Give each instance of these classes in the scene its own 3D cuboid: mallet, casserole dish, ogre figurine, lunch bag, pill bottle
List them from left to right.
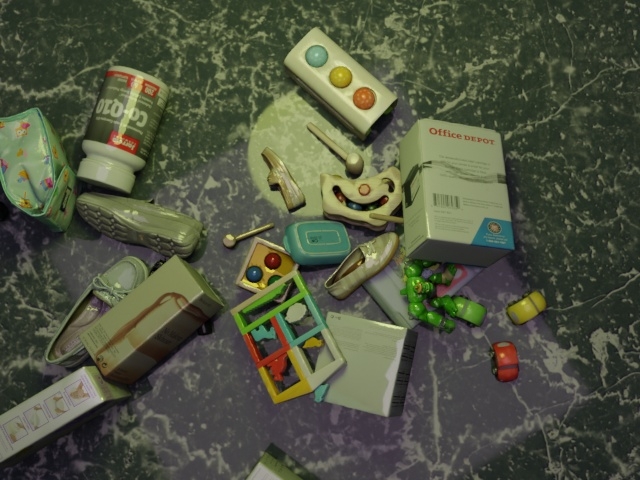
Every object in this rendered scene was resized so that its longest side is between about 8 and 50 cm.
[{"bbox_3d":[-0.674,-0.156,1.886,0.160,0.223,0.262,-19,83,-9],"label":"lunch bag"},{"bbox_3d":[-0.487,-0.267,1.929,0.161,0.161,0.283,16,83,3],"label":"pill bottle"},{"bbox_3d":[-0.361,0.209,1.930,0.189,0.039,0.062,-7,82,4],"label":"mallet"},{"bbox_3d":[0.000,0.000,1.901,0.188,0.037,0.114,-3,64,-29],"label":"casserole dish"},{"bbox_3d":[0.256,0.119,1.852,0.118,0.097,0.197,-1,98,-16],"label":"ogre figurine"}]

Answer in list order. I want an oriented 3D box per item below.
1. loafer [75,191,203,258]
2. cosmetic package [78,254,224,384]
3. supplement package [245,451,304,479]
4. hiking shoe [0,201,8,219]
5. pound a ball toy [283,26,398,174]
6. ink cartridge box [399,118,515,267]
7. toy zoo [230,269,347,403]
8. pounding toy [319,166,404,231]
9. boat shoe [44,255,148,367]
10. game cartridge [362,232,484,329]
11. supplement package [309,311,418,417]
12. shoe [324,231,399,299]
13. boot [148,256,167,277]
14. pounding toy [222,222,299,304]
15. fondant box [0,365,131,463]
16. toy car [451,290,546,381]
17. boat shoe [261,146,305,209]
[{"bbox_3d":[-0.445,-0.052,1.939,0.319,0.112,0.111,21,48,5],"label":"loafer"},{"bbox_3d":[-0.393,0.189,1.848,0.296,0.153,0.129,-41,67,-1],"label":"cosmetic package"},{"bbox_3d":[-0.065,0.649,1.792,0.293,0.177,0.175,36,84,5],"label":"supplement package"},{"bbox_3d":[-0.925,-0.129,1.943,0.304,0.113,0.132,43,85,6],"label":"hiking shoe"},{"bbox_3d":[0.041,-0.345,1.942,0.319,0.136,0.208,43,85,6],"label":"pound a ball toy"},{"bbox_3d":[0.313,-0.109,1.844,0.223,0.129,0.308,7,66,-18],"label":"ink cartridge box"},{"bbox_3d":[-0.067,0.239,1.802,0.192,0.030,0.293,-32,70,12],"label":"toy zoo"},{"bbox_3d":[0.125,-0.114,1.897,0.269,0.155,0.154,14,80,6],"label":"pounding toy"},{"bbox_3d":[-0.540,0.173,1.901,0.118,0.103,0.320,41,85,6],"label":"boat shoe"},{"bbox_3d":[0.256,0.066,1.927,0.294,0.060,0.196,-40,80,-4],"label":"game cartridge"},{"bbox_3d":[0.105,0.288,1.829,0.194,0.149,0.203,10,82,20],"label":"supplement package"},{"bbox_3d":[0.099,0.056,1.890,0.219,0.076,0.058,-44,128,10],"label":"shoe"},{"bbox_3d":[-0.396,0.100,1.910,0.045,0.099,0.121,34,84,7],"label":"boot"},{"bbox_3d":[-0.149,0.035,1.916,0.206,0.094,0.181,22,84,3],"label":"pounding toy"},{"bbox_3d":[-0.625,0.408,1.804,0.330,0.238,0.096,-32,83,-3],"label":"fondant box"},{"bbox_3d":[0.414,0.199,1.904,0.225,0.053,0.239,24,83,4],"label":"toy car"},{"bbox_3d":[-0.104,-0.152,1.956,0.059,0.063,0.170,-34,84,-9],"label":"boat shoe"}]
